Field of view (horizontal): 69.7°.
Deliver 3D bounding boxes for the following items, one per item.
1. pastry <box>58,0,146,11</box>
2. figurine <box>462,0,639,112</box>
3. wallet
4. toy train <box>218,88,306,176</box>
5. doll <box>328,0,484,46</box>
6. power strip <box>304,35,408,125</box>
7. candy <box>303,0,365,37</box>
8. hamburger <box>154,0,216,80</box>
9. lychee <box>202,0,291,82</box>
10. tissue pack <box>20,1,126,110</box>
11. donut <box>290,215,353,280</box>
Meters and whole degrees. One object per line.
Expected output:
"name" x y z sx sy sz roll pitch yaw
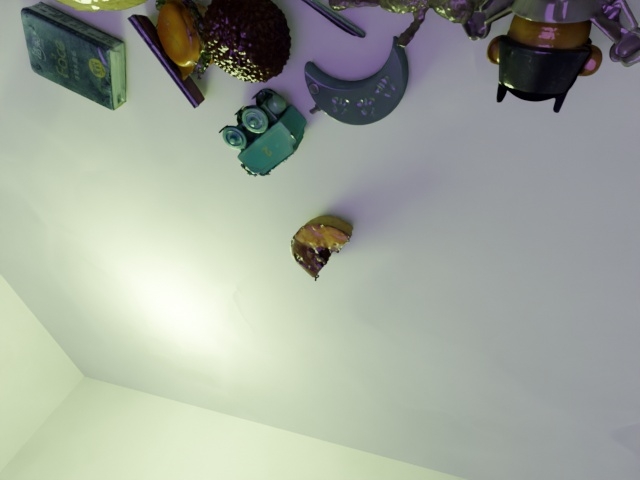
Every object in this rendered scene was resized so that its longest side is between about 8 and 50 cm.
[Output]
"pastry" -0.406 -0.609 0.786 0.313 0.388 0.388 5 130 25
"figurine" 0.376 -0.356 0.758 0.308 0.143 0.308 42 143 42
"wallet" -0.361 -0.428 1.103 0.025 0.119 0.232 -32 113 8
"toy train" -0.138 -0.264 1.133 0.163 0.112 0.203 43 135 -21
"doll" 0.149 -0.434 0.816 0.286 0.202 0.091 -13 161 25
"power strip" 0.073 -0.331 1.000 0.253 0.054 0.167 -6 124 30
"candy" -0.046 -0.498 0.914 0.323 0.097 0.097 30 136 -12
"hamburger" -0.294 -0.466 1.032 0.164 0.093 0.189 -13 107 50
"lychee" -0.150 -0.419 0.943 0.188 0.188 0.188 14 133 16
"tissue pack" -0.643 -0.484 1.219 0.257 0.081 0.185 26 135 3
"donut" 0.001 0.000 1.304 0.141 0.085 0.217 38 134 -7
